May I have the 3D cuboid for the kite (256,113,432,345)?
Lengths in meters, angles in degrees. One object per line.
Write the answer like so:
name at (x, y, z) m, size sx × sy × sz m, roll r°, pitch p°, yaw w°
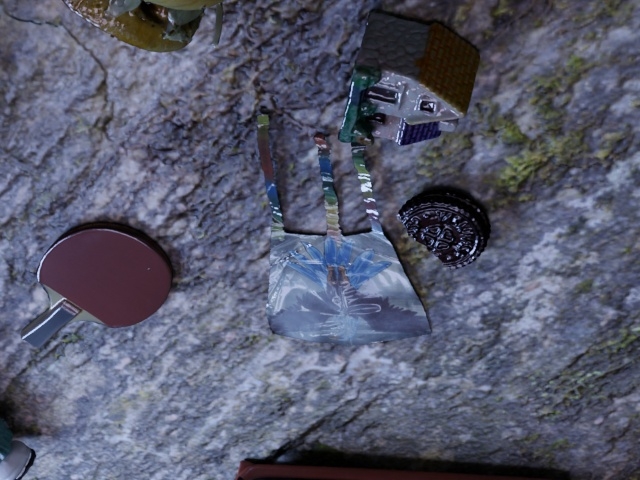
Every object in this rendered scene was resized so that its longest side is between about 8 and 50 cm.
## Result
kite at (0.000, 0.001, 1.232) m, size 0.169 × 0.015 × 0.310 m, roll -4°, pitch 132°, yaw 16°

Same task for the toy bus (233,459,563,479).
toy bus at (0.077, 0.377, 1.427) m, size 0.426 × 0.233 × 0.203 m, roll 2°, pitch 133°, yaw 7°

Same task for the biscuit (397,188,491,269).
biscuit at (0.115, -0.011, 1.187) m, size 0.087 × 0.027 × 0.089 m, roll 1°, pitch 133°, yaw 10°

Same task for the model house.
model house at (0.073, -0.119, 1.052) m, size 0.100 × 0.088 × 0.101 m, roll 14°, pitch 138°, yaw 0°

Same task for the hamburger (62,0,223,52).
hamburger at (-0.121, -0.228, 0.941) m, size 0.113 × 0.177 × 0.185 m, roll -36°, pitch 90°, yaw 29°

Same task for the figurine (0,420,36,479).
figurine at (-0.440, 0.199, 1.453) m, size 0.137 × 0.110 × 0.245 m, roll 6°, pitch 144°, yaw 40°

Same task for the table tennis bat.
table tennis bat at (-0.244, 0.054, 1.330) m, size 0.130 × 0.019 × 0.220 m, roll 37°, pitch 128°, yaw -22°
